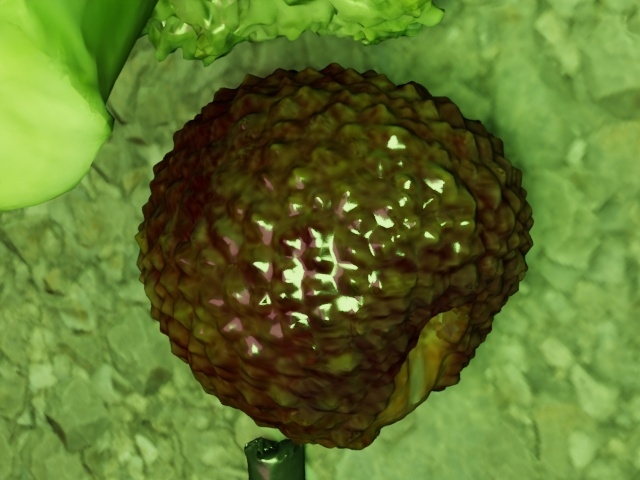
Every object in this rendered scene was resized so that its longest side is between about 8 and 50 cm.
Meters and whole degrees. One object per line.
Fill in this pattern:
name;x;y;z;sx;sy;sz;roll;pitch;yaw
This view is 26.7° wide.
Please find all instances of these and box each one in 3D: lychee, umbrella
lychee;0.000;0.000;0.652;0.188;0.188;0.188;8;107;30
umbrella;-0.022;0.178;0.792;0.036;0.031;0.133;6;106;32

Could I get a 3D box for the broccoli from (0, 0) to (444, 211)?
broccoli;-0.023;-0.163;0.511;0.275;0.397;0.353;37;92;-9
